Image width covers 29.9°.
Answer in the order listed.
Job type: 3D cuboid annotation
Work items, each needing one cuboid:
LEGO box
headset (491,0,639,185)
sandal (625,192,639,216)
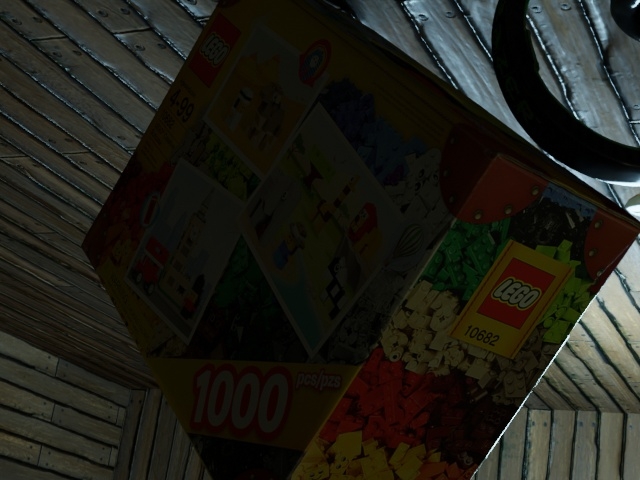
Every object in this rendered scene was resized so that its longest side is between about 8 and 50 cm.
[{"bbox_3d":[0.000,0.000,1.146,0.193,0.372,0.500,22,-165,-36],"label":"LEGO box"},{"bbox_3d":[0.351,-0.186,1.048,0.394,0.243,0.185,-8,165,-15],"label":"headset"},{"bbox_3d":[0.496,-0.104,1.466,0.265,0.076,0.102,-24,158,23],"label":"sandal"}]
